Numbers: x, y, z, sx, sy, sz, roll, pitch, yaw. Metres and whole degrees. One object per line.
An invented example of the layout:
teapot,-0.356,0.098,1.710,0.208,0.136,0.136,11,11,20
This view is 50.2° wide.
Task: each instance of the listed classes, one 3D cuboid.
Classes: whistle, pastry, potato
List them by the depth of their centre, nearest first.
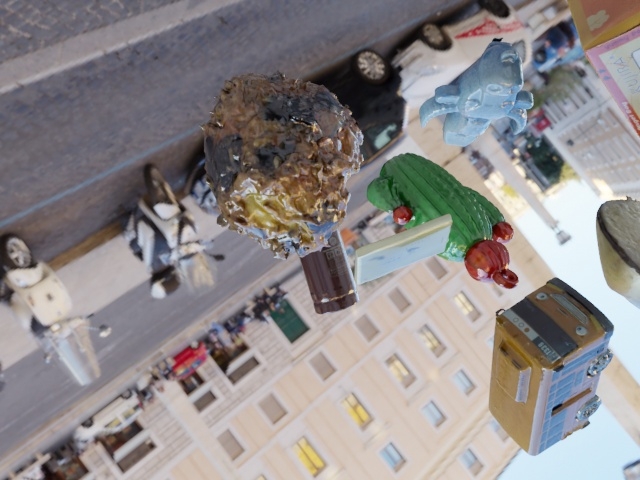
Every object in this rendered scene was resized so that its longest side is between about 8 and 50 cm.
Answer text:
potato,0.529,0.045,1.067,0.299,0.239,0.116,8,136,-26
whistle,0.259,-0.226,1.111,0.180,0.093,0.269,2,157,-6
pastry,-0.084,-0.175,1.390,0.292,0.337,0.405,-45,-159,43

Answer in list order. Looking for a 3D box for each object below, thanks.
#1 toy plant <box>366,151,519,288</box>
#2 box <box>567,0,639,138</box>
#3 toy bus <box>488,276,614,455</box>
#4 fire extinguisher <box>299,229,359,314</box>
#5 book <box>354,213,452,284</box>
toy plant,0.172,-0.031,0.893,0.155,0.240,0.088,-32,149,-50
box,0.527,-0.284,0.947,0.260,0.283,0.213,-26,-140,34
toy bus,0.258,0.150,0.794,0.114,0.098,0.201,-26,136,-16
fire extinguisher,0.000,0.000,1.653,0.114,0.337,0.135,-13,-172,34
book,0.090,0.012,0.748,0.111,0.014,0.077,-21,155,-8
